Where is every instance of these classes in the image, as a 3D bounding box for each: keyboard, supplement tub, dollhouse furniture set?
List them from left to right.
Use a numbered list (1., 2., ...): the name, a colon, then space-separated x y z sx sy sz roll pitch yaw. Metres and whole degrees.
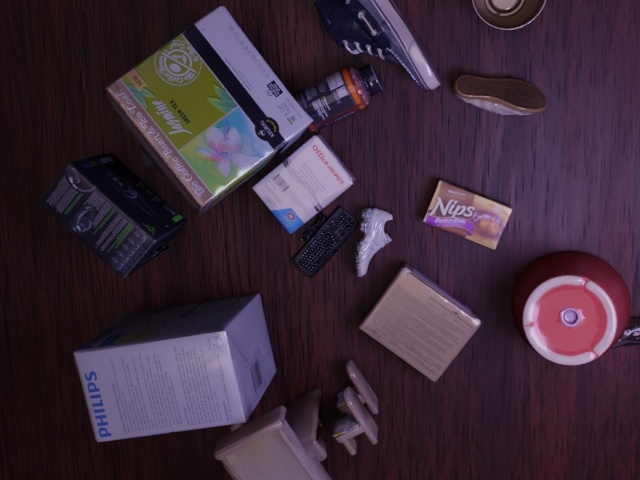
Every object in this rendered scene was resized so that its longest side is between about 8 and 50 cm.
1. dollhouse furniture set: -0.080 0.452 1.900 0.362 0.394 0.257 -29 105 13
2. keyboard: 0.000 0.000 1.988 0.100 0.038 0.192 40 103 -2
3. supplement tub: 0.044 -0.339 1.880 0.197 0.106 0.106 -24 97 11

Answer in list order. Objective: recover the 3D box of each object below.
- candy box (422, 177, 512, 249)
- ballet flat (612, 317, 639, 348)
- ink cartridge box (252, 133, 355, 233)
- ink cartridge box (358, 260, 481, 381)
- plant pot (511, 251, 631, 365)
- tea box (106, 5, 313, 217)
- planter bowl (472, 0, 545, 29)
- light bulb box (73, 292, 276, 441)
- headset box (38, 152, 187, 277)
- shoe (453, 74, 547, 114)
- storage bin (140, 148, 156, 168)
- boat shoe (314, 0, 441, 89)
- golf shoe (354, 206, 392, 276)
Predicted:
1. candy box: 0.350 -0.065 1.921 0.186 0.053 0.109 22 103 2
2. ballet flat: 0.717 0.216 1.932 0.249 0.058 0.084 -4 97 13
3. ink cartridge box: -0.037 -0.138 1.940 0.203 0.086 0.148 -38 94 12
4. ink cartridge box: 0.243 0.197 1.969 0.234 0.088 0.193 36 102 0
5. plant pot: 0.563 0.162 1.814 0.274 0.243 0.275 1 93 18
6. tea box: -0.253 -0.282 1.820 0.323 0.220 0.329 -40 94 -11
7. planter bowl: 0.415 -0.549 1.786 0.162 0.109 0.162 2 102 8
8. light bulb box: -0.330 0.293 1.927 0.360 0.358 0.226 -10 98 10
9. headset box: -0.483 -0.060 1.933 0.283 0.246 0.131 43 104 -1
10. shoe: 0.414 -0.334 1.862 0.218 0.058 0.077 13 72 1
11. storage bin: -0.374 -0.226 1.966 0.135 0.091 0.098 -9 100 8
12. boat shoe: 0.127 -0.461 1.847 0.158 0.127 0.341 -33 87 19
13. golf shoe: 0.131 0.009 1.960 0.085 0.069 0.176 9 105 -3
